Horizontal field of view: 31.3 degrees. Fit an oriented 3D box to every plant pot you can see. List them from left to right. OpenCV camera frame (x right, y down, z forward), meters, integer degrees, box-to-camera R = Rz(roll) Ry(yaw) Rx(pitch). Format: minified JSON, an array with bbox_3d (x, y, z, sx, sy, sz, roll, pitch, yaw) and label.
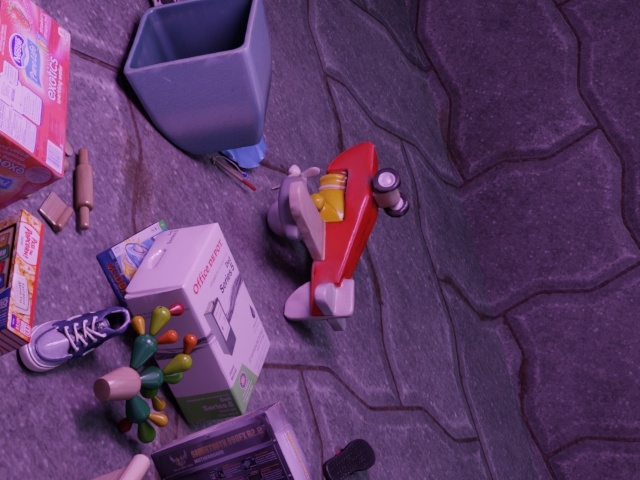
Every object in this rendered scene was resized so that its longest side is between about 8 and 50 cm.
[{"bbox_3d":[-0.213,-0.316,2.264,0.248,0.247,0.252,-85,162,-49],"label":"plant pot"}]

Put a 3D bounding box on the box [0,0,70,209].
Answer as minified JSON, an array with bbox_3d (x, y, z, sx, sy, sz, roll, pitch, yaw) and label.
[{"bbox_3d":[-0.475,-0.215,1.682,0.154,0.142,0.300,41,33,-47],"label":"box"}]

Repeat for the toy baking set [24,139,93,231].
[{"bbox_3d":[-0.435,-0.137,1.845,0.197,0.030,0.256,43,32,-45],"label":"toy baking set"}]

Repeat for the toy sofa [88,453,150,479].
[{"bbox_3d":[-0.200,0.485,1.582,0.363,0.177,0.150,60,23,-14],"label":"toy sofa"}]

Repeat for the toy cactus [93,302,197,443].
[{"bbox_3d":[-0.277,0.203,1.726,0.180,0.112,0.219,-5,117,-60],"label":"toy cactus"}]

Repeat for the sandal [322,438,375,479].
[{"bbox_3d":[0.053,0.461,2.371,0.179,0.040,0.067,-14,76,-53],"label":"sandal"}]

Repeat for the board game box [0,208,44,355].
[{"bbox_3d":[-0.437,0.069,1.488,0.045,0.146,0.194,44,32,-43],"label":"board game box"}]

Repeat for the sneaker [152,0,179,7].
[{"bbox_3d":[-0.316,-0.478,2.404,0.077,0.072,0.178,46,34,-63],"label":"sneaker"}]

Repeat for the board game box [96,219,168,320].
[{"bbox_3d":[-0.297,0.053,1.968,0.136,0.035,0.201,64,22,-7],"label":"board game box"}]

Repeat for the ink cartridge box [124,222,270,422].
[{"bbox_3d":[-0.200,0.138,1.924,0.198,0.114,0.273,-70,144,-54],"label":"ink cartridge box"}]

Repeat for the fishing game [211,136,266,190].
[{"bbox_3d":[-0.190,-0.239,2.494,0.189,0.041,0.264,36,42,-39],"label":"fishing game"}]

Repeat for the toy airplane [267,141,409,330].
[{"bbox_3d":[0.000,0.000,2.467,0.384,0.272,0.386,-38,140,-57],"label":"toy airplane"}]

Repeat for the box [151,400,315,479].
[{"bbox_3d":[-0.129,0.374,1.778,0.183,0.231,0.056,66,25,0],"label":"box"}]

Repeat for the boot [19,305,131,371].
[{"bbox_3d":[-0.359,0.136,1.679,0.069,0.086,0.190,66,22,-2],"label":"boot"}]
